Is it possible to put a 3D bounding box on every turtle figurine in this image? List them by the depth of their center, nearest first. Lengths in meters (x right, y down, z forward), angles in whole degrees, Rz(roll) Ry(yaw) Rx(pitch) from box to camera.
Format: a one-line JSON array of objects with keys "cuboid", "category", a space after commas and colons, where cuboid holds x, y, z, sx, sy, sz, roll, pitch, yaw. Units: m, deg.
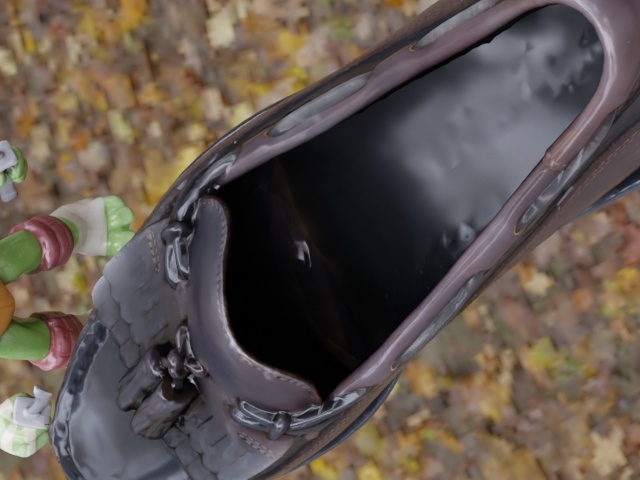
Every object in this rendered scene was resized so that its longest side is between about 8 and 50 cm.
[{"cuboid": [-0.203, 0.040, 1.282, 0.274, 0.266, 0.198, -43, 74, 28], "category": "turtle figurine"}]

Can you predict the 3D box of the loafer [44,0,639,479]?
[{"cuboid": [0.000, 0.000, 0.566, 0.302, 0.095, 0.109, -39, 82, 31], "category": "loafer"}]
